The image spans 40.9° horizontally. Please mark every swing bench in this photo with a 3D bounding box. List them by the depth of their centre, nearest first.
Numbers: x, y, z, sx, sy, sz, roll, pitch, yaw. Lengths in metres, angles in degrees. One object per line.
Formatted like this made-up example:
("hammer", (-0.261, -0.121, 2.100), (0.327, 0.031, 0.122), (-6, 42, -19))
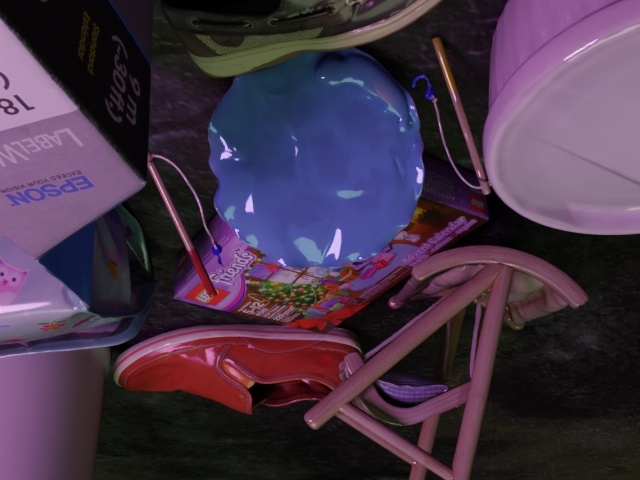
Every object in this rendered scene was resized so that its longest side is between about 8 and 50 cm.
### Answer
("swing bench", (0.118, 0.127, 0.903), (0.165, 0.254, 0.253), (32, 169, 6))

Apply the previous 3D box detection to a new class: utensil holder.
("utensil holder", (-0.429, 0.294, 1.024), (0.328, 0.385, 0.327), (-3, 149, -2))

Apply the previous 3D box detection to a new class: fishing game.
("fishing game", (-0.005, -0.068, 0.709), (0.264, 0.189, 0.041), (-24, -170, 4))

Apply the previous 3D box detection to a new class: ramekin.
("ramekin", (0.250, -0.125, 0.642), (0.273, 0.127, 0.272), (-3, 148, -2))

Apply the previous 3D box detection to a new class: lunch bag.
("lunch bag", (-0.290, 0.031, 0.823), (0.224, 0.160, 0.262), (-8, 171, 1))

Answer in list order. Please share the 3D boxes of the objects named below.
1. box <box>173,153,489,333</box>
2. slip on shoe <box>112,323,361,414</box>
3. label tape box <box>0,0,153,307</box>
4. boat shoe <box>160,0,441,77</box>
("box", (0.000, 0.000, 0.890), (0.201, 0.057, 0.293), (17, 143, -28))
("slip on shoe", (-0.110, 0.176, 1.129), (0.332, 0.101, 0.123), (-1, 150, 0))
("label tape box", (-0.161, -0.145, 0.469), (0.106, 0.240, 0.333), (-13, 148, 12))
("boat shoe", (-0.009, -0.175, 0.584), (0.224, 0.080, 0.073), (-14, 152, 25))
